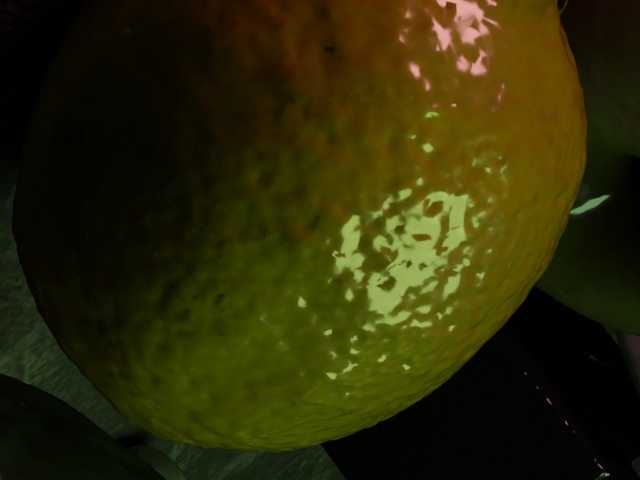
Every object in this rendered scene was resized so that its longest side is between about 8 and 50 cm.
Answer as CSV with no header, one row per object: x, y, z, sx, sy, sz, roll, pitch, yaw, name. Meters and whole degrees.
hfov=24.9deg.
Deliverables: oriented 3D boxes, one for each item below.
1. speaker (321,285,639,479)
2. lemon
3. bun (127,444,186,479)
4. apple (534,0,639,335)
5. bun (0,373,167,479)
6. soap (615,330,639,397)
0.136,0.132,1.143,0.184,0.254,0.232,-45,163,23,speaker
-0.008,-0.027,0.511,0.188,0.188,0.257,-19,154,-51,lemon
-0.163,0.228,1.007,0.183,0.102,0.183,-35,161,-14,bun
0.187,-0.086,0.709,0.234,0.256,0.257,-59,175,-31,apple
-0.190,0.130,0.552,0.293,0.187,0.293,-18,177,-1,bun
0.358,0.015,1.157,0.212,0.350,0.435,-19,170,19,soap
